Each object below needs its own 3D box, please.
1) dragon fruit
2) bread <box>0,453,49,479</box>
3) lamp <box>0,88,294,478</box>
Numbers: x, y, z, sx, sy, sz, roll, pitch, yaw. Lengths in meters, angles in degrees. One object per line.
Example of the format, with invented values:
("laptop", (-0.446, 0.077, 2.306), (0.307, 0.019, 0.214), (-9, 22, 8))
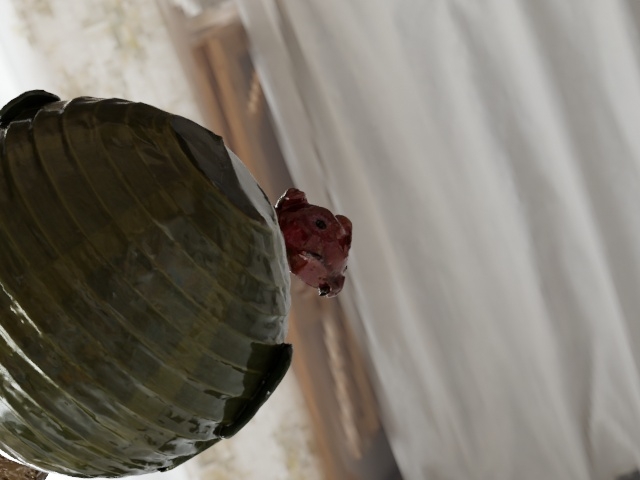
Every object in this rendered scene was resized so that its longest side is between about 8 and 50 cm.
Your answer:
("dragon fruit", (-0.003, -0.001, 1.808), (0.068, 0.126, 0.112), (-37, -165, 22))
("bread", (-0.284, 0.035, 1.550), (0.109, 0.185, 0.380), (3, -119, 5))
("lamp", (-0.153, 0.049, 1.039), (0.284, 0.250, 0.250), (-43, -166, 12))
